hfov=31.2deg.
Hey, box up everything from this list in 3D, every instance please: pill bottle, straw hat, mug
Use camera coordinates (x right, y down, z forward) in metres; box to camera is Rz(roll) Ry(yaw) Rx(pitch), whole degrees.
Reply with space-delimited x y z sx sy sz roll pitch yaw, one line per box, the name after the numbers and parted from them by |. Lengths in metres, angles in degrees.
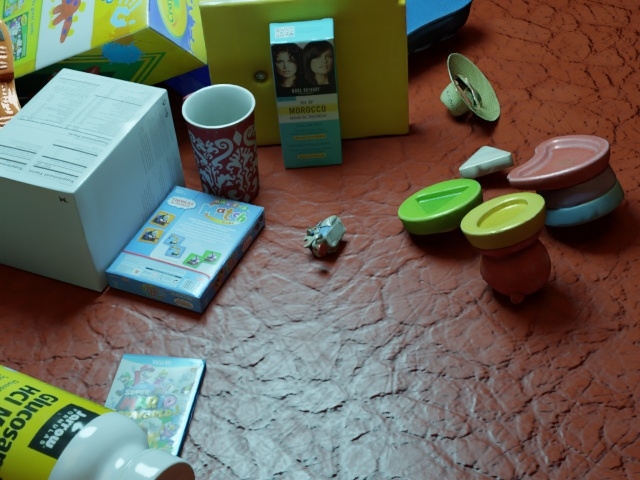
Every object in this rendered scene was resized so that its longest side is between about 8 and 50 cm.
-0.324 0.270 1.354 0.334 0.188 0.188 16 47 22 | pill bottle
0.239 -0.245 1.953 0.061 0.144 0.144 -36 30 31 | straw hat
-0.152 -0.156 1.820 0.113 0.169 0.150 -11 42 -5 | mug

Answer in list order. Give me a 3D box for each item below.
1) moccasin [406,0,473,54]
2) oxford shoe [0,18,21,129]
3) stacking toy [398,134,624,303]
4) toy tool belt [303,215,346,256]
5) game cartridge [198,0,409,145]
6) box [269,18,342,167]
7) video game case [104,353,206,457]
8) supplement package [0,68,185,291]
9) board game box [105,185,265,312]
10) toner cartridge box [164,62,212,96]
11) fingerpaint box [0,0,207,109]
0.131 -0.357 2.059 0.342 0.117 0.137 -18 56 -21 | moccasin
-0.537 -0.179 1.845 0.130 0.133 0.363 0 84 -21 | oxford shoe
0.289 -0.034 1.726 0.309 0.130 0.279 -35 24 -32 | stacking toy
0.000 0.000 1.730 0.051 0.052 0.083 -15 28 40 | toy tool belt
-0.020 -0.284 1.862 0.324 0.285 0.052 -5 42 0 | game cartridge
-0.020 -0.231 1.832 0.100 0.244 0.060 -5 42 1 | box
-0.228 0.221 1.528 0.119 0.015 0.166 3 43 9 | video game case
-0.366 -0.097 1.755 0.198 0.199 0.262 14 46 21 | supplement package
-0.201 0.009 1.740 0.160 0.039 0.211 14 46 20 | board game box
-0.260 -0.363 2.062 0.075 0.165 0.348 -30 48 -28 | toner cartridge box
-0.380 -0.470 1.972 0.371 0.163 0.444 -15 66 29 | fingerpaint box
